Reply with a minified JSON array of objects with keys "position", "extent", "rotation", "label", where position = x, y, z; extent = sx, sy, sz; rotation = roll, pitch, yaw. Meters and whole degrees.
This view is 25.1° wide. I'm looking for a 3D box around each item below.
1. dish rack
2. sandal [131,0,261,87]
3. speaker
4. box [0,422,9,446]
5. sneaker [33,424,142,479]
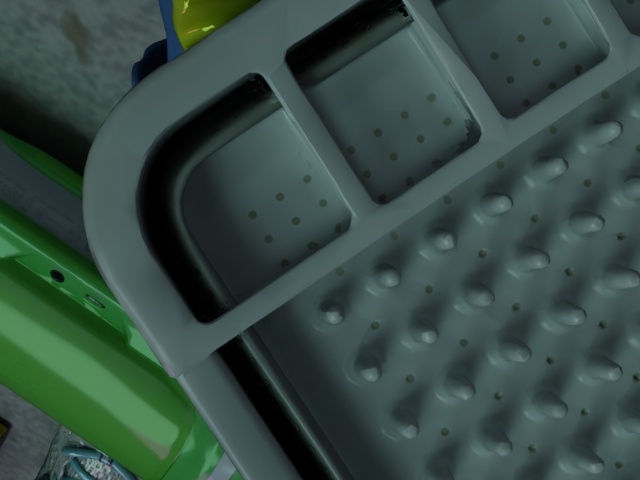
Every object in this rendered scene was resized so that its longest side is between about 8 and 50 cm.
[{"position":[0.105,0.032,0.536],"extent":[0.332,0.286,0.072],"rotation":[57,175,-3],"label":"dish rack"},{"position":[0.000,0.000,0.642],"extent":[0.138,0.126,0.317],"rotation":[-23,83,61],"label":"sandal"},{"position":[-0.140,0.036,0.813],"extent":[0.296,0.131,0.131],"rotation":[35,140,-2],"label":"speaker"},{"position":[-0.434,0.189,1.124],"extent":[0.279,0.177,0.290],"rotation":[35,140,0],"label":"box"},{"position":[-0.151,0.184,0.972],"extent":[0.110,0.122,0.283],"rotation":[30,140,3],"label":"sneaker"}]
